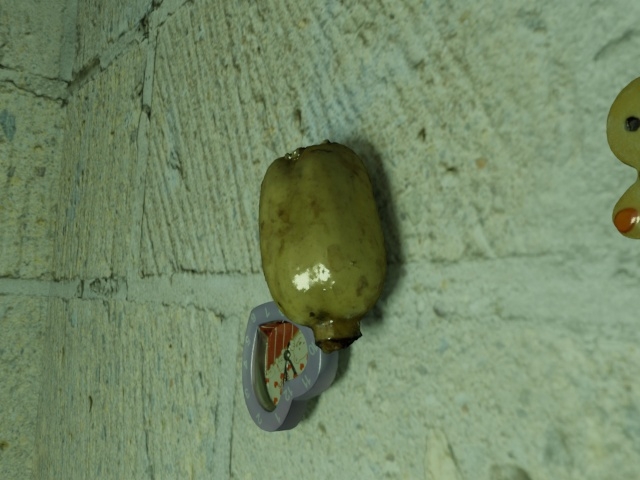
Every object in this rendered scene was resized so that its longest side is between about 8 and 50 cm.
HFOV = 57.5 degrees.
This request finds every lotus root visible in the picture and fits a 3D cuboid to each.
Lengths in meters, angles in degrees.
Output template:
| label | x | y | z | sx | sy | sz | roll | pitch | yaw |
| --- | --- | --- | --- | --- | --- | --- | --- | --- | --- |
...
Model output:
| label | x | y | z | sx | sy | sz | roll | pitch | yaw |
| --- | --- | --- | --- | --- | --- | --- | --- | --- | --- |
| lotus root | 0.000 | 0.000 | 0.739 | 0.160 | 0.146 | 0.284 | -29 | 63 | 44 |

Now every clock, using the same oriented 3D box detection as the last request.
| label | x | y | z | sx | sy | sz | roll | pitch | yaw |
| --- | --- | --- | --- | --- | --- | --- | --- | --- | --- |
| clock | -0.046 | 0.163 | 0.831 | 0.198 | 0.064 | 0.172 | -56 | 46 | 28 |

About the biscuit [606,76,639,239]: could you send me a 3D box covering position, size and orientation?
| label | x | y | z | sx | sy | sz | roll | pitch | yaw |
| --- | --- | --- | --- | --- | --- | --- | --- | --- | --- |
| biscuit | 0.310 | -0.042 | 0.464 | 0.153 | 0.030 | 0.234 | -42 | 54 | 36 |
